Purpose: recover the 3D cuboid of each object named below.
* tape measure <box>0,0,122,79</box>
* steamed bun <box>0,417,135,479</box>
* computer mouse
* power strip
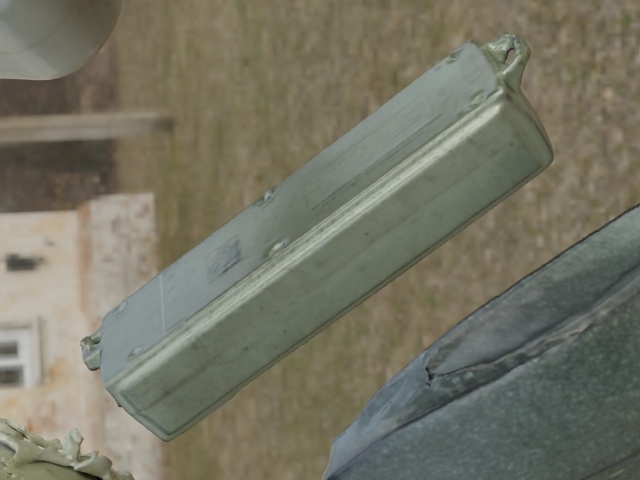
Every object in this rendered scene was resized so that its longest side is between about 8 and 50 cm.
[{"bbox_3d":[-0.270,-0.237,1.207,0.130,0.258,0.265,40,-120,-50],"label":"tape measure"},{"bbox_3d":[-0.230,0.254,0.932,0.312,0.334,0.233,-51,-44,-57],"label":"steamed bun"},{"bbox_3d":[0.170,0.098,0.926,0.114,0.374,0.203,48,174,45],"label":"computer mouse"},{"bbox_3d":[0.000,0.000,0.756,0.052,0.272,0.078,48,-167,-27],"label":"power strip"}]
